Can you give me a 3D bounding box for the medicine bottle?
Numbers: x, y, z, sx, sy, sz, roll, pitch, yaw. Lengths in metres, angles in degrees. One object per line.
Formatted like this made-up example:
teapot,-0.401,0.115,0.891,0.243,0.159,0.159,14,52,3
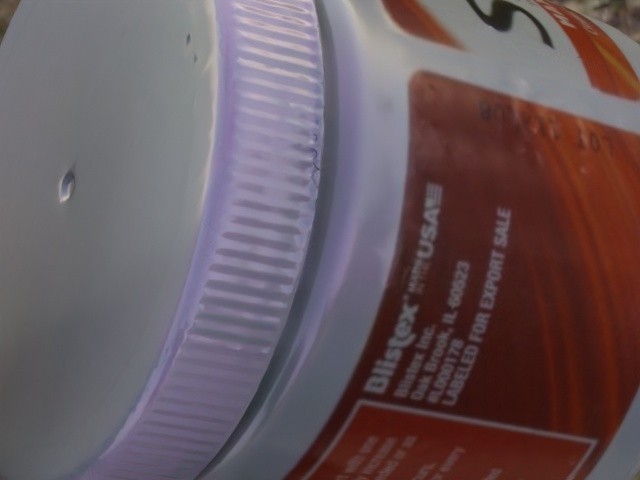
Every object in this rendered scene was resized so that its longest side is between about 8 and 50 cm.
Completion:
medicine bottle,0.000,0.000,0.748,0.252,0.241,0.252,-24,61,52
